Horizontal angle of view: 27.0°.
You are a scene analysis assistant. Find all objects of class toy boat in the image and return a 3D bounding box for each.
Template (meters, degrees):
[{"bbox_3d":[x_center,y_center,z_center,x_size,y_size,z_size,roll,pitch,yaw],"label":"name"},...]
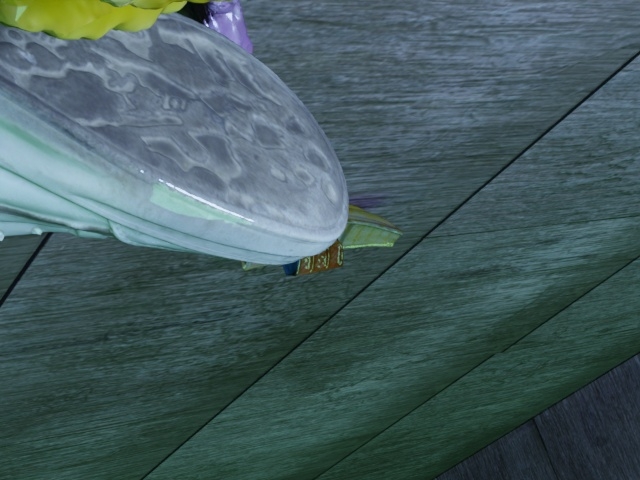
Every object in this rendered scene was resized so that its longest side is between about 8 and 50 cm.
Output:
[{"bbox_3d":[0.000,0.000,1.324,0.172,0.066,0.065,-10,155,-29],"label":"toy boat"}]

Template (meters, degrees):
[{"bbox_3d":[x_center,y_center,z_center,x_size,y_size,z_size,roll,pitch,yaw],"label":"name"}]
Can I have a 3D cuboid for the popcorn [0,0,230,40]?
[{"bbox_3d":[-0.070,-0.200,0.511,0.258,0.224,0.270,-18,165,-22],"label":"popcorn"}]

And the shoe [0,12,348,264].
[{"bbox_3d":[-0.151,-0.048,0.633,0.316,0.124,0.159,31,128,-17],"label":"shoe"}]

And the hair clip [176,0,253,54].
[{"bbox_3d":[-0.069,-0.136,0.740,0.056,0.187,0.146,-21,133,-1],"label":"hair clip"}]
